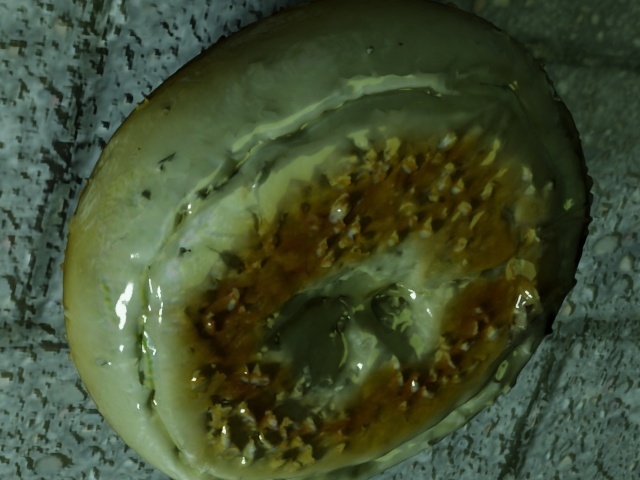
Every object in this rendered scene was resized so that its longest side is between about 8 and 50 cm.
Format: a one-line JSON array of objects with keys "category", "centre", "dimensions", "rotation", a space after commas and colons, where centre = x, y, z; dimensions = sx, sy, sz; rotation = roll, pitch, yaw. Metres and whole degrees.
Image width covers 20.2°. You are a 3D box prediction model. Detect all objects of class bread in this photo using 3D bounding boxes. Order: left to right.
[{"category": "bread", "centre": [0.000, 0.000, 0.989], "dimensions": [0.305, 0.159, 0.305], "rotation": [-14, 123, -22]}]
